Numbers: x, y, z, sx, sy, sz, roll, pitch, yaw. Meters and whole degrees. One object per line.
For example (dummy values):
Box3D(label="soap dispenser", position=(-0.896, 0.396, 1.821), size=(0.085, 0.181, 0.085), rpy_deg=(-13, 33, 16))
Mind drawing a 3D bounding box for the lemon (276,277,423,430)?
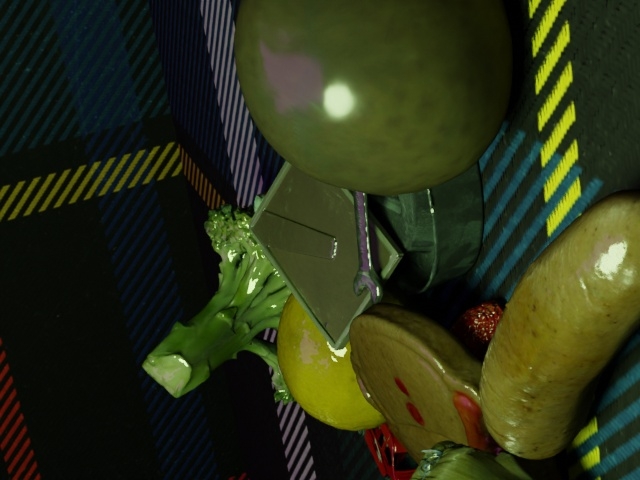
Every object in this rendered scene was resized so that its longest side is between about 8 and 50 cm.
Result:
Box3D(label="lemon", position=(0.048, 0.156, 2.007), size=(0.236, 0.236, 0.263), rpy_deg=(59, 135, 47))

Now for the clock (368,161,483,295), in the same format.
Box3D(label="clock", position=(0.104, -0.120, 1.796), size=(0.386, 0.076, 0.386), rpy_deg=(164, 90, -77))

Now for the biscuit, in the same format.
Box3D(label="biscuit", position=(0.174, 0.248, 1.743), size=(0.359, 0.074, 0.381), rpy_deg=(12, 133, 64))

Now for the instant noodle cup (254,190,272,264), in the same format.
Box3D(label="instant noodle cup", position=(0.004, -0.037, 2.047), size=(0.168, 0.185, 0.168), rpy_deg=(164, 90, -76))

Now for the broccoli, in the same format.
Box3D(label="broccoli", position=(-0.149, 0.099, 2.433), size=(0.275, 0.397, 0.353), rpy_deg=(-43, 56, 47))

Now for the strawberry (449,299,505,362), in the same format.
Box3D(label="strawberry", position=(0.202, 0.118, 1.688), size=(0.096, 0.083, 0.083), rpy_deg=(-60, 36, 24))

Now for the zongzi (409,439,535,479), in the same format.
Box3D(label="zongzi", position=(0.242, 0.328, 1.476), size=(0.251, 0.125, 0.274), rpy_deg=(43, 163, -28))

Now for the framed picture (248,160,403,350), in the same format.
Box3D(label="framed picture", position=(0.000, 0.000, 1.873), size=(0.260, 0.023, 0.189), rpy_deg=(53, 128, 34))

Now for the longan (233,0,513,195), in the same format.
Box3D(label="longan", position=(0.060, -0.197, 1.457), size=(0.319, 0.319, 0.319), rpy_deg=(164, 90, -76))

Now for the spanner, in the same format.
Box3D(label="spanner", position=(0.054, -0.041, 1.771), size=(0.054, 0.015, 0.254), rpy_deg=(1, 98, 44))

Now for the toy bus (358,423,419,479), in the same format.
Box3D(label="toy bus", position=(0.125, 0.324, 2.208), size=(0.089, 0.081, 0.195), rpy_deg=(102, 151, -44))

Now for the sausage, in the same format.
Box3D(label="sausage", position=(0.245, 0.093, 1.354), size=(0.501, 0.136, 0.123), rpy_deg=(100, -171, -59))
